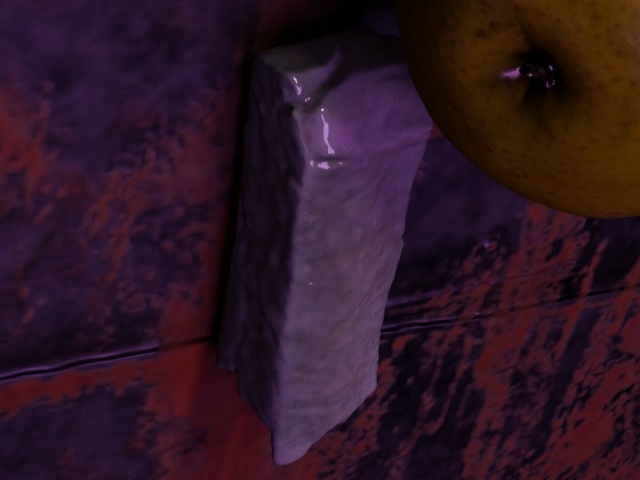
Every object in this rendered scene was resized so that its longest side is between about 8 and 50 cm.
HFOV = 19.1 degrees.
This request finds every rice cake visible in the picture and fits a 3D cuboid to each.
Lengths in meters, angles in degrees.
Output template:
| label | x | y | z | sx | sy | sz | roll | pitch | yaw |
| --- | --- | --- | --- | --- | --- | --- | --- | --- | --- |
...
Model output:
| label | x | y | z | sx | sy | sz | roll | pitch | yaw |
| --- | --- | --- | --- | --- | --- | --- | --- | --- | --- |
| rice cake | 0.000 | 0.000 | 0.816 | 0.069 | 0.063 | 0.206 | -21 | 139 | -27 |

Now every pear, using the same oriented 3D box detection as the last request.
| label | x | y | z | sx | sy | sz | roll | pitch | yaw |
| --- | --- | --- | --- | --- | --- | --- | --- | --- | --- |
| pear | 0.114 | -0.105 | 0.714 | 0.198 | 0.198 | 0.198 | -20 | 137 | -20 |
